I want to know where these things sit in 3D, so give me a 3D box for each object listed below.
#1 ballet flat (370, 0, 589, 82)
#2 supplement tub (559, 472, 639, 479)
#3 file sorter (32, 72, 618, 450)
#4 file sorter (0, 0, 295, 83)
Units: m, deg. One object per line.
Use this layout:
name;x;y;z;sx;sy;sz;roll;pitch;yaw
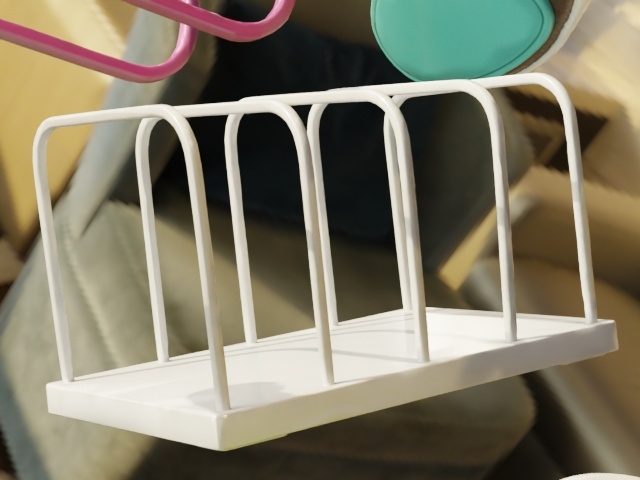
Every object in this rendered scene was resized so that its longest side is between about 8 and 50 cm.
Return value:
ballet flat;0.143;-0.212;0.985;0.139;0.139;0.400;35;-20;0
supplement tub;0.208;0.328;1.145;0.191;0.272;0.191;12;22;-5
file sorter;0.000;0.000;0.902;0.277;0.173;0.192;-9;6;-35
file sorter;-0.033;-0.190;0.509;0.202;0.290;0.182;16;65;-39
